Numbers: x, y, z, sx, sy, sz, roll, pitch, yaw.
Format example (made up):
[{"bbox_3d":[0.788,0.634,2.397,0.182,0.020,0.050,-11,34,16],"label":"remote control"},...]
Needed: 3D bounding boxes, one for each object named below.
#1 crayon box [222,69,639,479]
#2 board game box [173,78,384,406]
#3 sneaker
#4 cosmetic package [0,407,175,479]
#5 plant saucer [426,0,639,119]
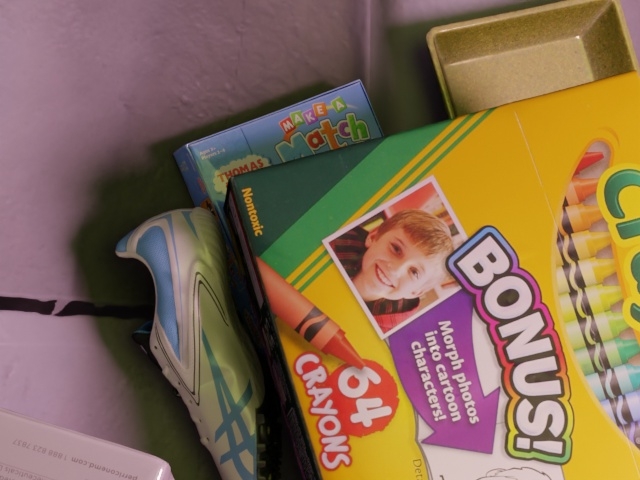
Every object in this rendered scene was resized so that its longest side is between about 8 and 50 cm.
[{"bbox_3d":[0.131,0.093,1.317,0.313,0.106,0.363,-16,79,-9],"label":"crayon box"},{"bbox_3d":[0.000,0.000,1.415,0.160,0.039,0.211,-22,90,-25],"label":"board game box"},{"bbox_3d":[-0.085,0.094,1.350,0.086,0.085,0.237,-16,94,9],"label":"sneaker"},{"bbox_3d":[-0.215,0.315,1.152,0.156,0.217,0.385,15,74,8],"label":"cosmetic package"},{"bbox_3d":[0.182,-0.096,1.506,0.188,0.045,0.188,-14,87,-24],"label":"plant saucer"}]
